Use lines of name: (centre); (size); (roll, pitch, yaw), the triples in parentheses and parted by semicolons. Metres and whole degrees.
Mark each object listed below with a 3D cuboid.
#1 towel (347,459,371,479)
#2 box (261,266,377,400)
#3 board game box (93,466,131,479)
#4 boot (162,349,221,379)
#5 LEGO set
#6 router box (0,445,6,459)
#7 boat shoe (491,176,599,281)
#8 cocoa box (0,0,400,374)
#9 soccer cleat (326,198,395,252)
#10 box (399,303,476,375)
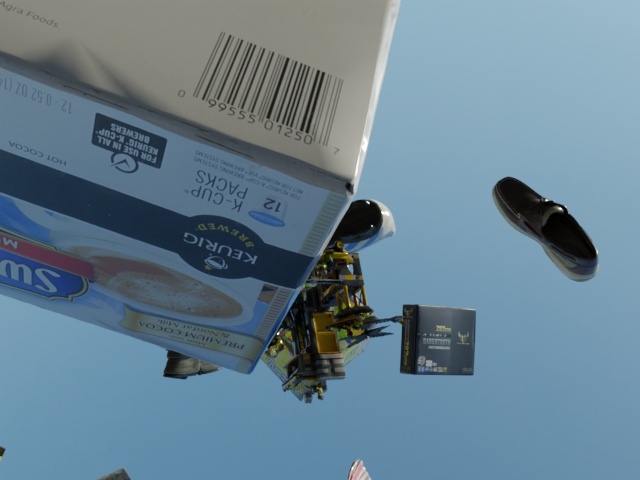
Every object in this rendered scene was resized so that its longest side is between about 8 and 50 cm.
towel: (0.116, 0.589, 1.605); (0.029, 0.197, 0.144); (-30, -172, 17)
box: (-0.041, 0.251, 2.157); (0.279, 0.177, 0.290); (-32, -114, -33)
board game box: (-0.542, 0.633, 1.926); (0.090, 0.020, 0.090); (-17, -165, -24)
boot: (-0.285, 0.184, 1.405); (0.083, 0.246, 0.161); (-7, -101, 47)
LEGO set: (-0.049, 0.153, 1.178); (0.331, 0.255, 0.192); (-41, -128, 50)
router box: (-0.737, 0.439, 1.458); (0.046, 0.179, 0.133); (-46, -158, 40)
boat shoe: (0.472, -0.041, 1.539); (0.103, 0.092, 0.285); (-30, -117, -14)
cocoa box: (-0.154, -0.100, 0.504); (0.228, 0.347, 0.231); (119, -12, -49)
soccer cleat: (0.000, 0.000, 1.541); (0.331, 0.143, 0.116); (-13, -106, 23)
box: (0.317, 0.267, 1.982); (0.059, 0.233, 0.183); (-7, -103, 52)
